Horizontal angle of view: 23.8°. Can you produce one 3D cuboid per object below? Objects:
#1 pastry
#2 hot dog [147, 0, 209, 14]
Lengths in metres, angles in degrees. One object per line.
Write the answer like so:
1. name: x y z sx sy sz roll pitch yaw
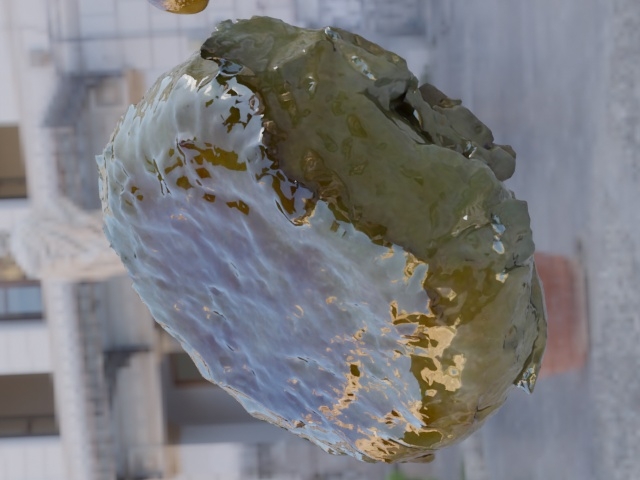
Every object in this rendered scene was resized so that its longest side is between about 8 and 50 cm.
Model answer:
1. pastry: 0.004 0.005 0.788 0.121 0.257 0.236 -46 -15 -32
2. hot dog: -0.059 -0.151 0.659 0.137 0.044 0.028 102 -173 -48
